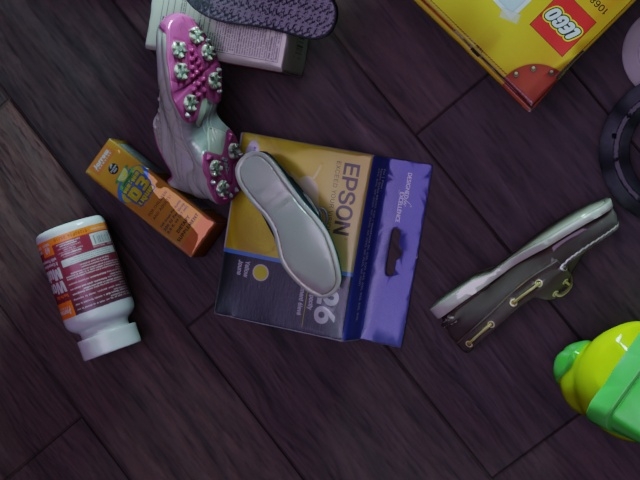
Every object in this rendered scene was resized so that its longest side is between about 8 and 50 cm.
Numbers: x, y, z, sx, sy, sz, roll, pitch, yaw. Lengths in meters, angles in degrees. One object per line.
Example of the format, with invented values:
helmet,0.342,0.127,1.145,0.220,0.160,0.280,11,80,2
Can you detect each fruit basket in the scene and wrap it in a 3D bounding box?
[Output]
fruit basket,0.514,0.196,1.779,0.392,0.392,0.283,35,101,9

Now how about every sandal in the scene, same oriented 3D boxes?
sandal,-0.098,-0.361,1.880,0.254,0.054,0.097,22,105,2

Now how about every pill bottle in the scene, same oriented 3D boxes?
pill bottle,-0.380,0.079,2.069,0.121,0.121,0.221,-20,89,15

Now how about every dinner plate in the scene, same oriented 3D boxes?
dinner plate,0.523,-0.282,1.872,0.141,0.017,0.141,1,93,13

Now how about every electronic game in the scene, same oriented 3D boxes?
electronic game,0.531,-0.134,1.862,0.229,0.048,0.229,1,96,15

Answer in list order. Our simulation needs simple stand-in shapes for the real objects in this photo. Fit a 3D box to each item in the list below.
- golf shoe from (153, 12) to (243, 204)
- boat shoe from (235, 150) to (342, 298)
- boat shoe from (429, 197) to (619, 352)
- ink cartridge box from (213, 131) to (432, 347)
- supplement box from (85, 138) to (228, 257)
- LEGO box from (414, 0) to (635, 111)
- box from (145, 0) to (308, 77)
golf shoe,-0.216,-0.198,1.932,0.140,0.115,0.306,6,118,38
boat shoe,-0.042,-0.026,1.932,0.095,0.079,0.254,-39,82,16
boat shoe,0.321,0.053,1.897,0.324,0.116,0.097,-35,90,18
ink cartridge box,0.000,0.000,1.997,0.307,0.072,0.304,10,95,16
supplement box,-0.269,-0.070,2.054,0.233,0.080,0.078,37,99,11
LEGO box,0.240,-0.493,1.761,0.500,0.193,0.372,43,101,-11
box,-0.139,-0.351,1.976,0.232,0.127,0.149,12,96,13
